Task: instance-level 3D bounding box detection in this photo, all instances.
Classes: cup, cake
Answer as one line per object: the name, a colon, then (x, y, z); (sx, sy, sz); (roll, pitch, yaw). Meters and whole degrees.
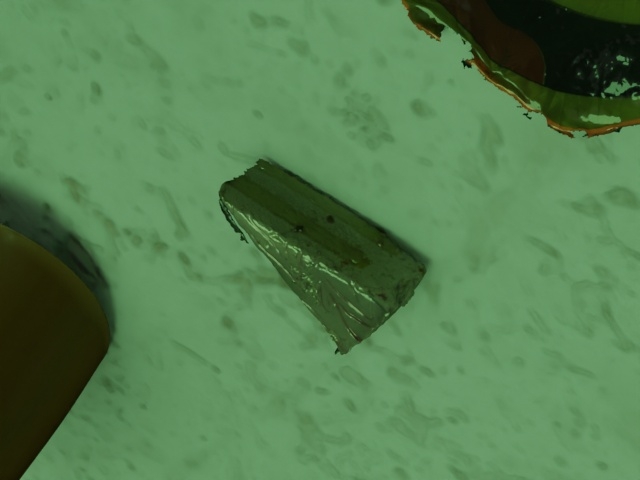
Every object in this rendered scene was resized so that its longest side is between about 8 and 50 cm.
cup: (-0.256, 0.126, 1.224); (0.182, 0.264, 0.226); (15, 145, 11)
cake: (0.000, 0.000, 1.086); (0.121, 0.052, 0.065); (49, 141, -12)

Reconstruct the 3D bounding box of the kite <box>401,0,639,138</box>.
kite: (0.127, -0.186, 0.866); (0.377, 0.013, 0.327); (33, 137, 7)
